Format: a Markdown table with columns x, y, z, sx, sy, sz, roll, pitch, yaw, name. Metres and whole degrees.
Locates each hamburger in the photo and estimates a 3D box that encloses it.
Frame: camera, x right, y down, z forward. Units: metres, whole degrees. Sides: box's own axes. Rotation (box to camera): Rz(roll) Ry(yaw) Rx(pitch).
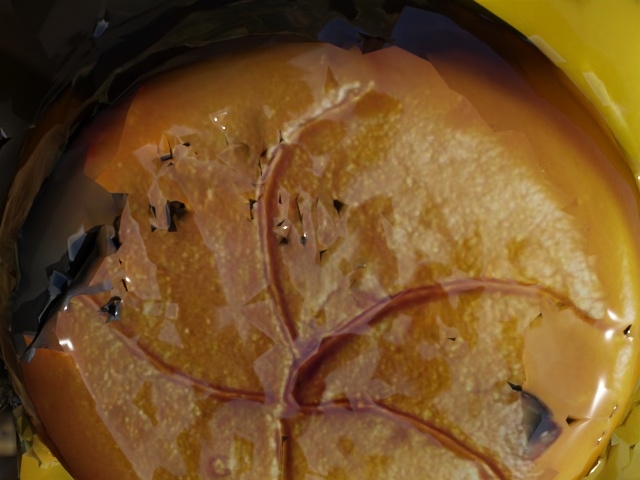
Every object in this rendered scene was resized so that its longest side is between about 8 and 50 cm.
| x | y | z | sx | sy | sz | roll | pitch | yaw | name |
| --- | --- | --- | --- | --- | --- | --- | --- | --- | --- |
| 0.000 | 0.000 | 0.623 | 0.138 | 0.262 | 0.243 | -86 | 179 | -64 | hamburger |
